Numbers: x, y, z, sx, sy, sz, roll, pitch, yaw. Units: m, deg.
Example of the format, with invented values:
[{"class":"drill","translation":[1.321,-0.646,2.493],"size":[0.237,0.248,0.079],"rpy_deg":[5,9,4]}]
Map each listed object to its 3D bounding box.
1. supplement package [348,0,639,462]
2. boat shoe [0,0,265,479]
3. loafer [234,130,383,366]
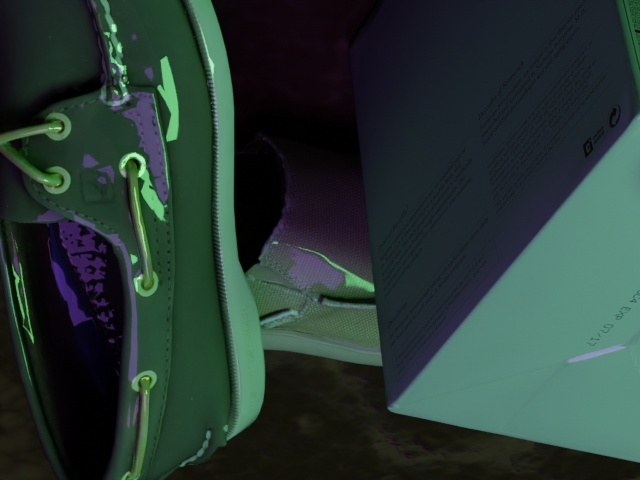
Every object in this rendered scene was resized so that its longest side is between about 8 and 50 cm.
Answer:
[{"class":"supplement package","translation":[0.124,-0.050,0.807],"size":[0.149,0.203,0.194],"rpy_deg":[14,138,-22]},{"class":"boat shoe","translation":[-0.098,-0.025,0.823],"size":[0.109,0.091,0.305],"rpy_deg":[15,127,38]},{"class":"loafer","translation":[0.000,0.000,0.935],"size":[0.269,0.102,0.092],"rpy_deg":[-5,145,3]}]
